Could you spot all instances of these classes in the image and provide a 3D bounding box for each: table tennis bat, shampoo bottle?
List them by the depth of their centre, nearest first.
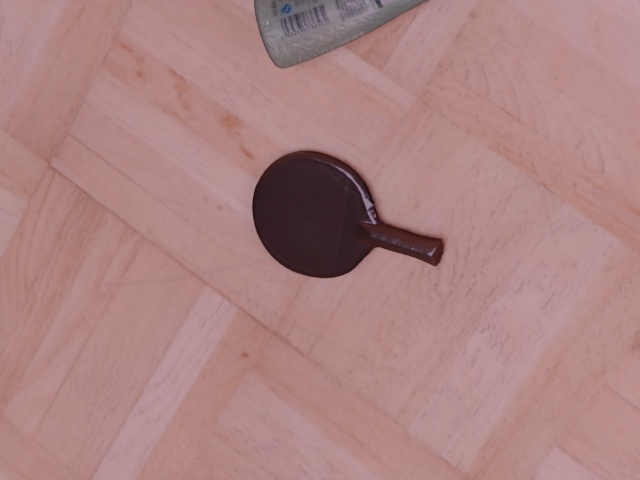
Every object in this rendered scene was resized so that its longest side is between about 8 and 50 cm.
[{"bbox_3d":[0.040,-0.193,1.245,0.190,0.041,0.069,-17,82,25],"label":"shampoo bottle"},{"bbox_3d":[0.000,0.000,1.278,0.170,0.119,0.107,16,112,19],"label":"table tennis bat"}]
